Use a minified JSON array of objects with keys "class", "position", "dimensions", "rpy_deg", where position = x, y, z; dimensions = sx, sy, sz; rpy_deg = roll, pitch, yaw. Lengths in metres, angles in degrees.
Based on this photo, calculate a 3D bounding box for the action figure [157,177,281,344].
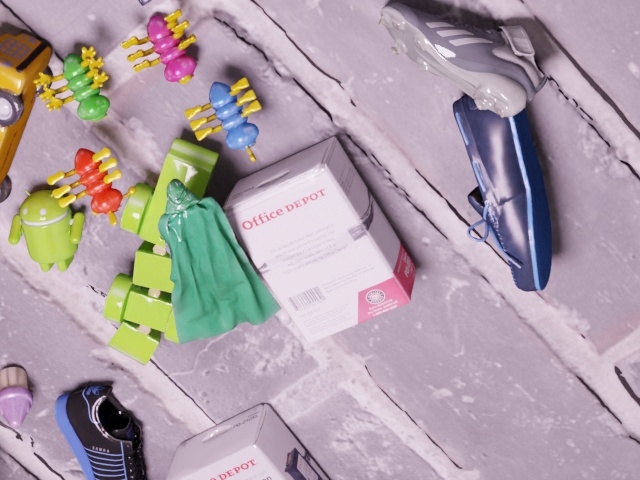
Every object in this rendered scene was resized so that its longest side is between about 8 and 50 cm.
[{"class":"action figure","position":[-0.144,0.017,1.766],"dimensions":[0.137,0.063,0.232],"rpy_deg":[-22,130,-6]}]

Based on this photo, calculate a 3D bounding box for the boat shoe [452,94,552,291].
[{"class":"boat shoe","position":[0.221,-0.062,1.744],"dimensions":[0.089,0.109,0.258],"rpy_deg":[-7,102,23]}]

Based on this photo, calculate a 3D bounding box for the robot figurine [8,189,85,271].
[{"class":"robot figurine","position":[-0.358,-0.016,1.894],"dimensions":[0.101,0.067,0.115],"rpy_deg":[0,119,14]}]

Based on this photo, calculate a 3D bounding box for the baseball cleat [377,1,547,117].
[{"class":"baseball cleat","position":[0.170,-0.226,1.671],"dimensions":[0.206,0.109,0.072],"rpy_deg":[41,161,13]}]

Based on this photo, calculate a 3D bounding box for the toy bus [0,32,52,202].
[{"class":"toy bus","position":[-0.454,-0.117,1.833],"dimensions":[0.130,0.108,0.332],"rpy_deg":[27,121,-2]}]

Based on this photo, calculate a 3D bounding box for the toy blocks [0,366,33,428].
[{"class":"toy blocks","position":[-0.550,0.299,1.947],"dimensions":[0.309,0.260,0.288],"rpy_deg":[-38,134,23]}]

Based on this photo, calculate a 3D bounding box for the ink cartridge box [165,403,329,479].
[{"class":"ink cartridge box","position":[-0.083,0.372,2.041],"dimensions":[0.172,0.100,0.237],"rpy_deg":[-28,111,24]}]

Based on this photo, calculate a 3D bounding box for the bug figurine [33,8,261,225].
[{"class":"bug figurine","position":[-0.211,-0.154,1.746],"dimensions":[0.279,0.072,0.216],"rpy_deg":[-24,90,11]}]

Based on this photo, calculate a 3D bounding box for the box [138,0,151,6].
[{"class":"box","position":[-0.168,-0.457,1.442],"dimensions":[0.179,0.343,0.312],"rpy_deg":[-30,109,26]}]

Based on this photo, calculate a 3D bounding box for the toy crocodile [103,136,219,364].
[{"class":"toy crocodile","position":[-0.204,0.021,1.874],"dimensions":[0.115,0.105,0.340],"rpy_deg":[17,117,2]}]

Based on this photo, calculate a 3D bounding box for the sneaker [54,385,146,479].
[{"class":"sneaker","position":[-0.290,0.308,2.059],"dimensions":[0.090,0.081,0.232],"rpy_deg":[-17,115,25]}]

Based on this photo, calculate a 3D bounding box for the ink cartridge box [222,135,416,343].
[{"class":"ink cartridge box","position":[0.000,0.000,1.816],"dimensions":[0.159,0.092,0.218],"rpy_deg":[-24,114,23]}]
